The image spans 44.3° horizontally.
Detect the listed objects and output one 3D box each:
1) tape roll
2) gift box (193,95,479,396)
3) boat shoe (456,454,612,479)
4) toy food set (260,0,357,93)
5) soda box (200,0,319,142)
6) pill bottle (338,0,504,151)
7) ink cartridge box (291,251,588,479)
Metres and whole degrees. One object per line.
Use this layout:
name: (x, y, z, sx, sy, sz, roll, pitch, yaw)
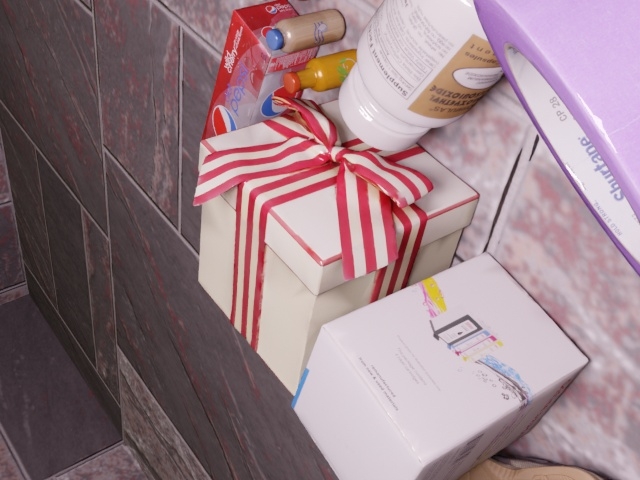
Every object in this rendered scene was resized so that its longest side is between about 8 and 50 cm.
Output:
tape roll: (0.213, -0.079, 0.532, 0.275, 0.090, 0.275, 55, -168, -17)
gift box: (0.000, 0.000, 0.896, 0.255, 0.276, 0.258, 40, 138, 29)
boat shoe: (0.229, 0.297, 0.895, 0.285, 0.092, 0.103, -22, 55, 55)
toy food set: (-0.009, -0.287, 0.876, 0.111, 0.104, 0.232, 39, 139, 38)
soda box: (-0.089, -0.196, 1.078, 0.092, 0.083, 0.263, 54, 146, 20)
pill bottle: (0.108, -0.182, 0.741, 0.131, 0.131, 0.229, 61, 148, 10)
ink cartridge box: (0.121, 0.154, 0.838, 0.168, 0.233, 0.171, 52, 146, 27)
